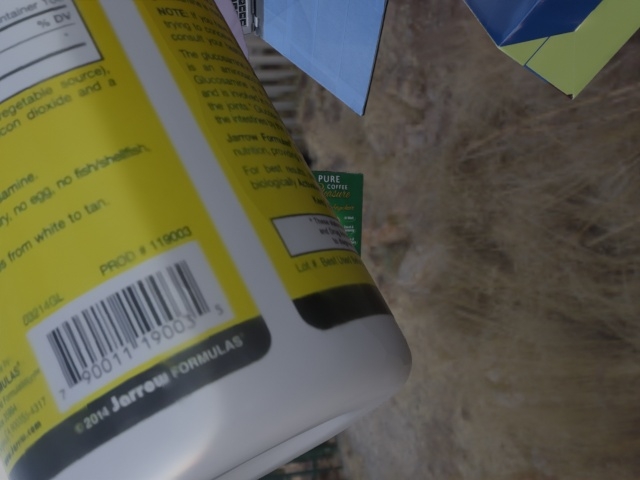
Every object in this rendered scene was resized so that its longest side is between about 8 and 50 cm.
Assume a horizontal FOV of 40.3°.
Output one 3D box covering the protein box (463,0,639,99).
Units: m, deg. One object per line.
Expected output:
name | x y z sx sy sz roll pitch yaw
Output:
protein box | 0.304 -0.327 1.098 0.200 0.136 0.201 -50 29 24

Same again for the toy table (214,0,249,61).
toy table | -0.219 -0.258 1.132 0.161 0.252 0.274 12 119 54

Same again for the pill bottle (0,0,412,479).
pill bottle | -0.111 -0.034 0.437 0.334 0.188 0.188 61 158 15

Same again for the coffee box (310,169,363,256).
coffee box | 0.000 0.000 1.139 0.040 0.113 0.184 7 97 56

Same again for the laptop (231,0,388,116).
laptop | -0.137 -0.349 1.395 0.382 0.408 0.236 99 157 -69
